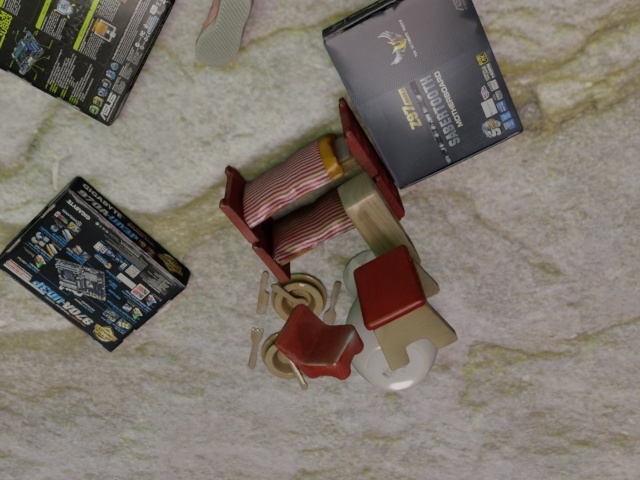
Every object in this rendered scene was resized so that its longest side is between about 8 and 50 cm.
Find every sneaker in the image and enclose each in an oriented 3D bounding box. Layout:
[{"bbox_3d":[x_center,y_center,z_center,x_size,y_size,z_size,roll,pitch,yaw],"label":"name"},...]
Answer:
[{"bbox_3d":[-0.115,-0.279,0.876,0.050,0.070,0.134,18,146,-19],"label":"sneaker"}]

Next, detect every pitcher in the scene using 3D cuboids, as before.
[{"bbox_3d":[0.116,0.125,0.997,0.177,0.207,0.125,30,114,-17],"label":"pitcher"}]

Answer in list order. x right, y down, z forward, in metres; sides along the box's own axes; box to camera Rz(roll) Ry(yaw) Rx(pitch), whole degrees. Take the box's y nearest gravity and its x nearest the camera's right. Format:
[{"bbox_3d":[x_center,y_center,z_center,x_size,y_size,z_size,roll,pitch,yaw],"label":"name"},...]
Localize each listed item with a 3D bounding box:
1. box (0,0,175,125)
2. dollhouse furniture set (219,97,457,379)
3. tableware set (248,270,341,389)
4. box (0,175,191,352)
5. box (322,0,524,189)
[{"bbox_3d":[-0.304,-0.267,0.877,0.184,0.045,0.191,29,115,-12],"label":"box"},{"bbox_3d":[0.000,0.000,0.839,0.201,0.374,0.152,-30,119,12],"label":"dollhouse furniture set"},{"bbox_3d":[-0.043,0.142,1.097,0.128,0.039,0.194,8,117,-5],"label":"tableware set"},{"bbox_3d":[-0.330,0.041,1.033,0.175,0.051,0.220,-40,112,18],"label":"box"},{"bbox_3d":[0.133,-0.205,0.906,0.183,0.059,0.233,-24,115,13],"label":"box"}]
